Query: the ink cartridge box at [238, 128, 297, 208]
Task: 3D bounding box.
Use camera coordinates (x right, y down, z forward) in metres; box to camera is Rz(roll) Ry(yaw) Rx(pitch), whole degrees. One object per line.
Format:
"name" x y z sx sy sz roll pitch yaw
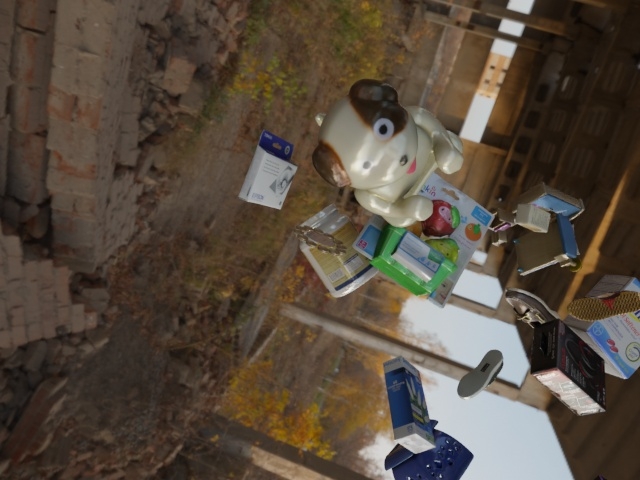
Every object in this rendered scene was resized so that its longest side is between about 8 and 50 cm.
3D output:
"ink cartridge box" -0.154 -0.221 1.563 0.223 0.045 0.224 6 105 -67

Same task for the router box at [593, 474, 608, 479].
"router box" 1.027 0.966 1.784 0.179 0.133 0.046 -58 -178 19

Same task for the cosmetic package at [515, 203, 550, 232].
"cosmetic package" 0.614 -0.064 1.403 0.041 0.115 0.060 7 -98 52

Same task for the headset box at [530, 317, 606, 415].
"headset box" 0.864 0.437 1.710 0.110 0.293 0.218 -37 -163 46

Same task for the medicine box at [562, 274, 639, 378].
"medicine box" 1.136 0.324 1.862 0.289 0.263 0.149 -43 -172 -7

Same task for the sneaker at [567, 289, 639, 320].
"sneaker" 0.774 0.178 1.323 0.084 0.185 0.070 6 74 -66

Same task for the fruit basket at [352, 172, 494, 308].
"fruit basket" 0.318 -0.030 1.439 0.353 0.327 0.165 -54 -178 -11

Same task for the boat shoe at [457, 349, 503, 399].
"boat shoe" 0.545 0.464 1.628 0.219 0.077 0.070 -37 123 -21

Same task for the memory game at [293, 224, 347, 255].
"memory game" 0.000 0.000 1.523 0.012 0.186 0.186 -65 174 19

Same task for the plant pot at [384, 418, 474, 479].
"plant pot" 0.392 0.830 1.823 0.236 0.212 0.236 -28 159 -41

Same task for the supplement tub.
"supplement tub" 0.059 0.037 1.890 0.228 0.316 0.228 -33 -179 1

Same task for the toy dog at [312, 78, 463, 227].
"toy dog" 0.138 -0.222 1.113 0.284 0.395 0.408 -47 171 14

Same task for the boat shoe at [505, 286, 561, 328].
"boat shoe" 0.841 0.287 1.937 0.116 0.324 0.097 7 -112 58

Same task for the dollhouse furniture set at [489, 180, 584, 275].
"dollhouse furniture set" 0.740 0.012 1.620 0.286 0.198 0.304 -40 -141 50

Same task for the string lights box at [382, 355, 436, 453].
"string lights box" 0.276 0.515 1.533 0.133 0.076 0.260 43 29 -36
